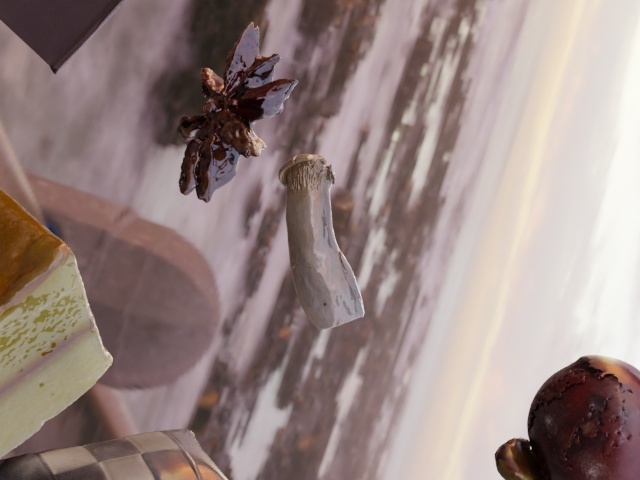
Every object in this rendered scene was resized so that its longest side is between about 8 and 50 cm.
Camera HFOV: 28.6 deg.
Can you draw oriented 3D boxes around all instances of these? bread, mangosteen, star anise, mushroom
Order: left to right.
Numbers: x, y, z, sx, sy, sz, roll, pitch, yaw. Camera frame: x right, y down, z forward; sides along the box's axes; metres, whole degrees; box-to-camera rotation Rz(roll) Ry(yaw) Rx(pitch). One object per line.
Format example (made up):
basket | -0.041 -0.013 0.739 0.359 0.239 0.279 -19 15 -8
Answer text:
bread | -0.436 0.043 1.451 0.245 0.361 0.233 -37 147 -21
star anise | -0.130 -0.186 1.831 0.288 0.088 0.288 -32 -137 35
mushroom | -0.004 0.000 1.594 0.092 0.081 0.223 -13 86 -39
mangosteen | 0.272 0.207 1.241 0.180 0.166 0.166 -44 -173 27

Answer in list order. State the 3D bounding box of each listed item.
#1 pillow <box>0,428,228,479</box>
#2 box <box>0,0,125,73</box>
pillow | -0.213 0.269 1.301 0.186 0.249 0.106 39 -52 53
box | -0.289 -0.372 1.597 0.252 0.153 0.188 -33 -161 40
